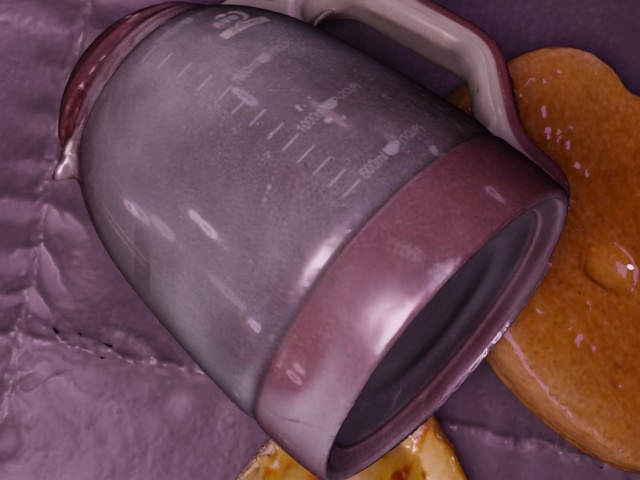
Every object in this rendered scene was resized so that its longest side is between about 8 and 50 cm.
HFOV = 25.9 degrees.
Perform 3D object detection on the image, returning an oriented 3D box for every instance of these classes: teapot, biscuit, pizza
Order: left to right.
[{"bbox_3d":[-0.002,-0.056,0.913,0.312,0.233,0.315,41,62,18],"label":"teapot"},{"bbox_3d":[0.033,0.198,0.968,0.188,0.080,0.204,-42,97,-16],"label":"pizza"},{"bbox_3d":[0.230,0.000,1.057,0.287,0.057,0.343,-42,95,-16],"label":"biscuit"}]
